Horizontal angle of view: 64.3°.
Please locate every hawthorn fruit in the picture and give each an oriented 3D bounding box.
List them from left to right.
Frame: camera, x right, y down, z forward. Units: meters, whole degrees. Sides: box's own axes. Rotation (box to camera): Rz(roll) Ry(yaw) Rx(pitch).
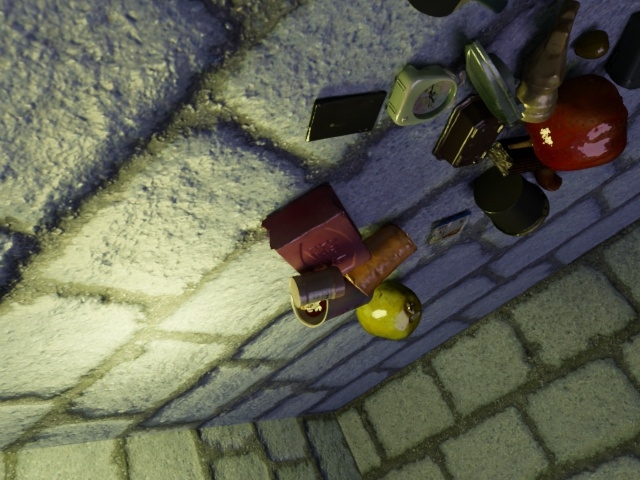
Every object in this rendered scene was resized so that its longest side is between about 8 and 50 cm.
[{"bbox_3d":[0.735,-0.334,1.532,0.330,0.287,0.287,-17,156,21],"label":"hawthorn fruit"}]

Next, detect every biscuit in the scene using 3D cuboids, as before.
[{"bbox_3d":[0.676,-0.285,1.689,0.252,0.106,0.070,-12,147,-26],"label":"biscuit"}]

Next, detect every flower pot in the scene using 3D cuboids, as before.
[{"bbox_3d":[0.448,-0.307,1.487,0.179,0.084,0.251,-15,149,-22],"label":"flower pot"}]

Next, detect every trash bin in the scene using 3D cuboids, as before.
[{"bbox_3d":[0.707,-0.132,1.862,0.214,0.214,0.334,-40,146,22],"label":"trash bin"},{"bbox_3d":[0.951,-0.559,1.483,0.177,0.101,0.236,-22,149,-6],"label":"trash bin"}]

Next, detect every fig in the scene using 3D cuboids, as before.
[{"bbox_3d":[0.734,-0.527,1.382,0.088,0.074,0.074,-17,154,14],"label":"fig"}]

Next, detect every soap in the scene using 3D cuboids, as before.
[{"bbox_3d":[0.000,0.000,1.573,0.233,0.128,0.359,-30,150,6],"label":"soap"}]

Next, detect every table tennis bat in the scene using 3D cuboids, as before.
[{"bbox_3d":[0.295,-0.533,1.051,0.301,0.022,0.173,1,140,-39],"label":"table tennis bat"}]

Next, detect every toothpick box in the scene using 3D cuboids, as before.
[{"bbox_3d":[-0.011,0.140,1.557,0.149,0.098,0.098,-12,148,-19],"label":"toothpick box"}]

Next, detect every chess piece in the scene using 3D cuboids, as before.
[{"bbox_3d":[0.585,-0.458,1.314,0.137,0.137,0.301,-21,147,-12],"label":"chess piece"}]

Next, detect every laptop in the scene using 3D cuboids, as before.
[{"bbox_3d":[0.062,-0.300,1.245,0.197,0.016,0.135,-14,150,-22],"label":"laptop"}]

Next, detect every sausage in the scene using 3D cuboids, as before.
[{"bbox_3d":[0.854,-0.261,1.907,0.103,0.076,0.302,-28,153,15],"label":"sausage"}]

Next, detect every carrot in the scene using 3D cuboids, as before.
[{"bbox_3d":[0.189,0.051,1.786,0.254,0.196,0.196,-44,150,2],"label":"carrot"}]

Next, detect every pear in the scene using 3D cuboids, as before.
[{"bbox_3d":[0.296,0.305,2.202,0.269,0.269,0.321,-12,166,-26],"label":"pear"}]

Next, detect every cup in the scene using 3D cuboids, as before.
[{"bbox_3d":[0.057,0.202,1.911,0.288,0.203,0.203,-7,146,-43],"label":"cup"}]

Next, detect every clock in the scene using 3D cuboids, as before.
[{"bbox_3d":[0.268,-0.365,1.262,0.191,0.062,0.151,-14,148,-23],"label":"clock"}]

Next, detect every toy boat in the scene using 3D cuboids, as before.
[{"bbox_3d":[0.422,-0.400,1.250,0.092,0.141,0.319,-37,150,20],"label":"toy boat"}]

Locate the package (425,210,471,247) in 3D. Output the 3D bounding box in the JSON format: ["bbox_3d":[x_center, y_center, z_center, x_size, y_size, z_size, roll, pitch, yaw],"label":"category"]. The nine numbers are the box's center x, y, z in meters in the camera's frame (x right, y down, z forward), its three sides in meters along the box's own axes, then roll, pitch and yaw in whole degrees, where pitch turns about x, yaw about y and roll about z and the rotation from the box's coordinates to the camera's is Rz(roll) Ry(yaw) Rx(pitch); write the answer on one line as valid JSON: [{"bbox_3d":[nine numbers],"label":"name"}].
[{"bbox_3d":[0.508,-0.043,2.029,0.171,0.027,0.173,-20,154,-13],"label":"package"}]
